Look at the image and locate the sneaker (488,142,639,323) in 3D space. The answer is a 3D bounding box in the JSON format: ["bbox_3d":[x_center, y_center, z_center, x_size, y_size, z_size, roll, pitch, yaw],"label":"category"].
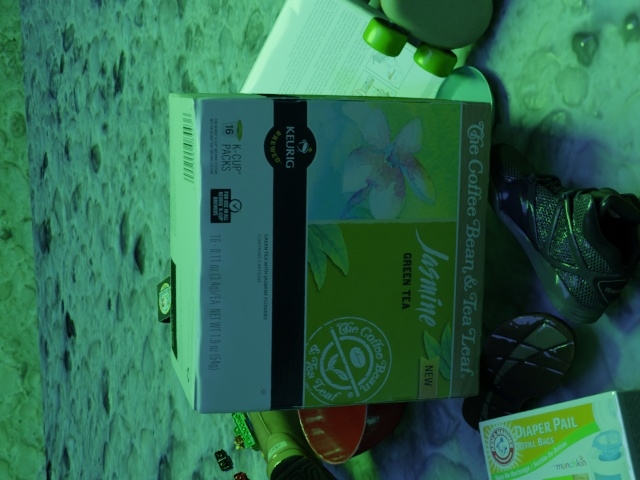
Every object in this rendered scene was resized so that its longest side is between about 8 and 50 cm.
[{"bbox_3d":[0.256,-0.039,1.046,0.130,0.087,0.227,-56,45,37],"label":"sneaker"}]

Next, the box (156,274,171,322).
[{"bbox_3d":[-0.061,0.065,1.385,0.216,0.270,0.060,-30,62,54],"label":"box"}]

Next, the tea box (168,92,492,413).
[{"bbox_3d":[0.000,0.000,1.133,0.220,0.324,0.329,-150,59,-72],"label":"tea box"}]

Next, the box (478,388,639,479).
[{"bbox_3d":[0.266,0.217,0.996,0.203,0.103,0.114,-31,63,54],"label":"box"}]

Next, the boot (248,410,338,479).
[{"bbox_3d":[-0.020,0.328,1.468,0.236,0.089,0.269,59,177,-20],"label":"boot"}]

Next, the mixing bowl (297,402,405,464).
[{"bbox_3d":[0.052,0.206,1.356,0.181,0.098,0.181,-4,86,58],"label":"mixing bowl"}]

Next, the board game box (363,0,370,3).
[{"bbox_3d":[0.055,-0.428,1.415,0.194,0.060,0.194,-57,44,43],"label":"board game box"}]

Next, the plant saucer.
[{"bbox_3d":[0.179,-0.154,1.234,0.119,0.021,0.119,-6,83,59],"label":"plant saucer"}]

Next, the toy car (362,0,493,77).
[{"bbox_3d":[0.119,-0.320,1.239,0.155,0.149,0.188,-60,30,24],"label":"toy car"}]

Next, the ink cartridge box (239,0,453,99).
[{"bbox_3d":[0.019,-0.175,1.383,0.261,0.066,0.296,36,114,14],"label":"ink cartridge box"}]

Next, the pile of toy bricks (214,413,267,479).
[{"bbox_3d":[-0.116,0.319,1.650,0.212,0.118,0.105,64,179,22],"label":"pile of toy bricks"}]

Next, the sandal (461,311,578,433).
[{"bbox_3d":[0.223,0.147,1.116,0.090,0.060,0.219,35,140,19],"label":"sandal"}]
